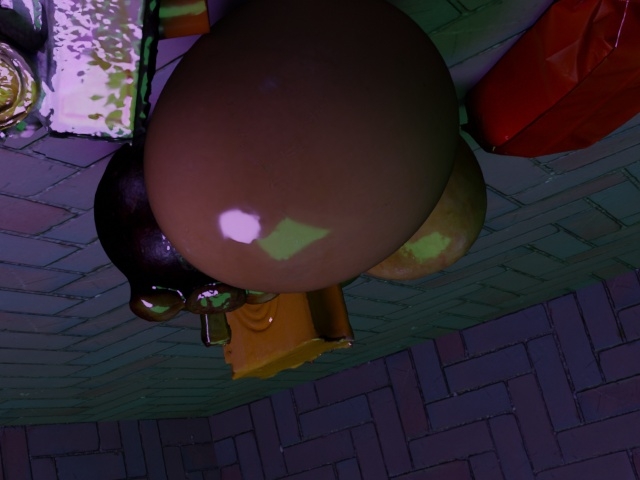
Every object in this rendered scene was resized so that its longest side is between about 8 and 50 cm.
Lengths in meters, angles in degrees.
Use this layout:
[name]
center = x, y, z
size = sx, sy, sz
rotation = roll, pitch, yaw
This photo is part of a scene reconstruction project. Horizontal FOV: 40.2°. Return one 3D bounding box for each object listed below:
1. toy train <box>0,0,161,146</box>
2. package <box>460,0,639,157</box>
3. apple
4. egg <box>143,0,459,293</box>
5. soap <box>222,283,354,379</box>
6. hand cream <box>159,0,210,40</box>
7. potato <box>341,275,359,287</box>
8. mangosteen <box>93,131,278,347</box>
[toy train]
center = -0.212, -0.191, 0.688
size = 0.177, 0.134, 0.261
rotation = 5, 126, -13
[package]
center = 0.361, -0.233, 1.171
size = 0.196, 0.123, 0.423
rotation = -9, 164, -23
[apple]
center = 0.113, -0.068, 1.250
size = 0.261, 0.261, 0.194
rotation = -20, 127, 18
[egg]
center = -0.016, -0.103, 0.910
size = 0.301, 0.301, 0.374
rotation = -33, -164, 46
[soap]
center = -0.082, 0.035, 1.314
size = 0.204, 0.324, 0.096
rotation = -29, 157, 35
[hand cream]
center = -0.260, -0.211, 0.806
size = 0.314, 0.089, 0.140
rotation = -8, 155, -9
[potato]
center = 0.000, 0.000, 1.457
size = 0.165, 0.165, 0.262
rotation = -12, -170, -8
[mangosteen]
center = -0.154, -0.008, 1.155
size = 0.275, 0.302, 0.275
rotation = -7, -172, 1
